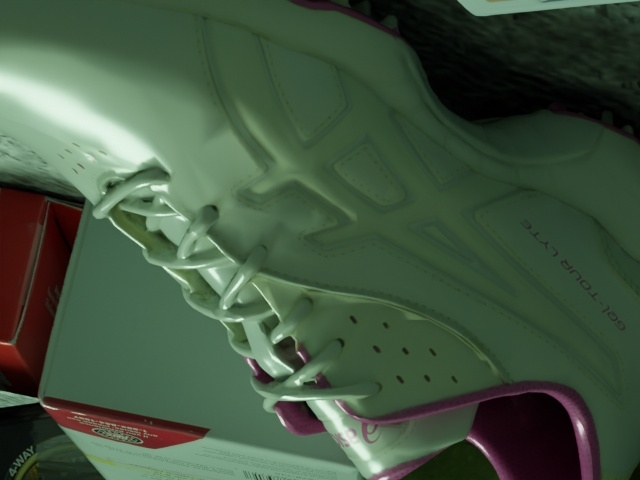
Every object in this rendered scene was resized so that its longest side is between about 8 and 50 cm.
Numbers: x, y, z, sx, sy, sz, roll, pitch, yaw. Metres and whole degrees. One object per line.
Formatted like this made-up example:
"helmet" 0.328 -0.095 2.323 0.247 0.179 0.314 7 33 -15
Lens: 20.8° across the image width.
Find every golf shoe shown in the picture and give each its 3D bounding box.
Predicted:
"golf shoe" 0.000 0.000 0.574 0.306 0.140 0.115 20 163 -19

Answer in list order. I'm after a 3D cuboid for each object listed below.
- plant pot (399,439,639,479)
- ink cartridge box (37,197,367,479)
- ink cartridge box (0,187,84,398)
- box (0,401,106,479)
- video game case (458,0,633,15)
"plant pot" 0.072 0.162 0.901 0.254 0.276 0.276 14 168 38
"ink cartridge box" -0.030 0.040 0.737 0.128 0.127 0.176 10 163 4
"ink cartridge box" -0.200 0.020 0.874 0.231 0.078 0.134 10 164 4
"box" -0.256 0.156 1.018 0.318 0.097 0.395 -7 177 -7
"video game case" 0.075 -0.103 0.387 0.190 0.022 0.173 -1 159 36
